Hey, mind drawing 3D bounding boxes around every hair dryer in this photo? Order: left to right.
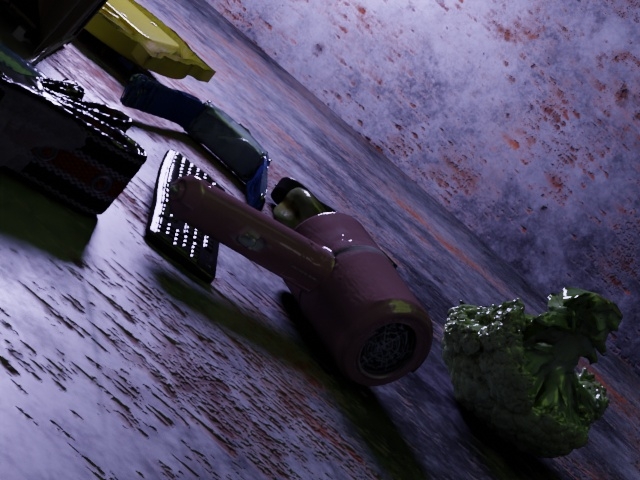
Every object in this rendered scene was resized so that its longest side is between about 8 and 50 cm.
[{"bbox_3d":[-0.038,0.028,1.353,0.352,0.125,0.210,29,17,-37],"label":"hair dryer"}]

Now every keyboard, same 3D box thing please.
[{"bbox_3d":[-0.161,-0.054,1.449,0.103,0.041,0.381,39,11,-17],"label":"keyboard"}]

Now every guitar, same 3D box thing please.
[{"bbox_3d":[0.024,-0.022,1.854,0.233,0.025,0.088,35,-19,-5],"label":"guitar"}]

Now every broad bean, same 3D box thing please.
[{"bbox_3d":[0.002,-0.002,1.771,0.153,0.072,0.207,53,5,40],"label":"broad bean"}]

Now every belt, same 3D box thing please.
[{"bbox_3d":[-0.301,-0.119,1.095,0.126,0.094,0.359,48,14,27],"label":"belt"}]

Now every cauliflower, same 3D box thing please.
[{"bbox_3d":[0.308,0.161,1.654,0.272,0.250,0.275,44,6,4],"label":"cauliflower"}]

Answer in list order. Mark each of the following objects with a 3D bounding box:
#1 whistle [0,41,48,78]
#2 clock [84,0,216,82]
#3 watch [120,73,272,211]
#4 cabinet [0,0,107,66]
[{"bbox_3d":[-0.403,-0.222,1.243,0.304,0.062,0.062,36,12,-21],"label":"whistle"},{"bbox_3d":[-0.334,-0.353,1.960,0.293,0.071,0.277,45,16,21],"label":"clock"},{"bbox_3d":[-0.135,-0.124,1.720,0.276,0.068,0.274,44,8,14],"label":"watch"},{"bbox_3d":[-0.360,-0.413,1.548,0.227,0.290,0.318,43,13,-12],"label":"cabinet"}]
